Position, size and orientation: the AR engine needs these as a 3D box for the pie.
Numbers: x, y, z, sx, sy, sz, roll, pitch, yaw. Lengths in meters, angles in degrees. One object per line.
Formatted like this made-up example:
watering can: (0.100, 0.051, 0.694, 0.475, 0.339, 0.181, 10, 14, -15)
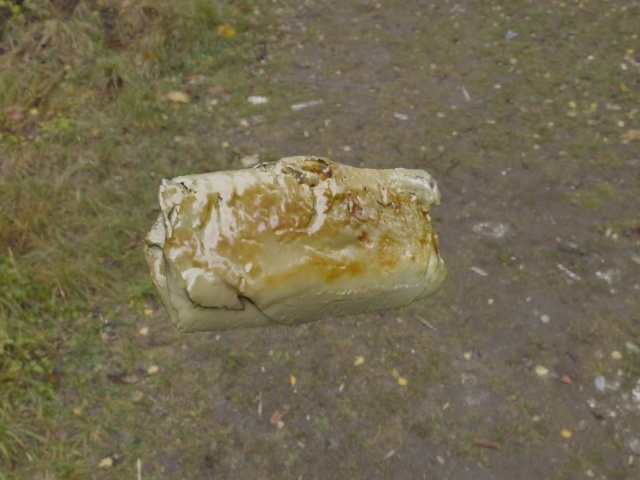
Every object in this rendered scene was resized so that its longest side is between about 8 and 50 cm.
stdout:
pie: (0.000, 0.000, 0.525, 0.283, 0.128, 0.068, -5, -5, -38)
